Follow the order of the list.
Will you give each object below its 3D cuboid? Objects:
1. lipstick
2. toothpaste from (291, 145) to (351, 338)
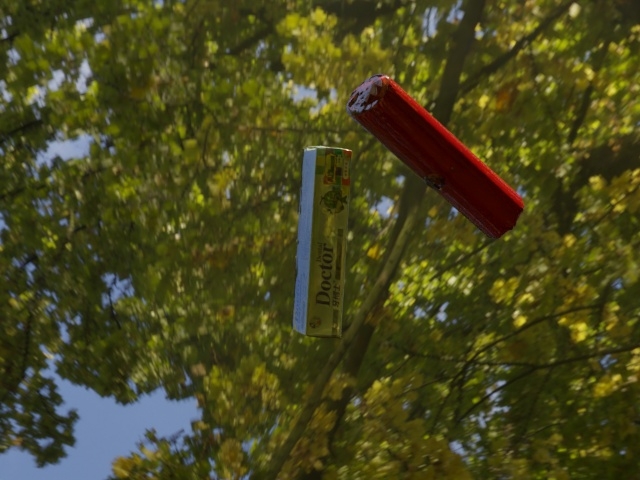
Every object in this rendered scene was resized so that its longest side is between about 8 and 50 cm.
[{"bbox_3d":[0.147,-0.103,1.328,0.279,0.073,0.073,37,-108,-30],"label":"lipstick"},{"bbox_3d":[0.000,0.000,0.915,0.034,0.046,0.164,3,-89,-17],"label":"toothpaste"}]
